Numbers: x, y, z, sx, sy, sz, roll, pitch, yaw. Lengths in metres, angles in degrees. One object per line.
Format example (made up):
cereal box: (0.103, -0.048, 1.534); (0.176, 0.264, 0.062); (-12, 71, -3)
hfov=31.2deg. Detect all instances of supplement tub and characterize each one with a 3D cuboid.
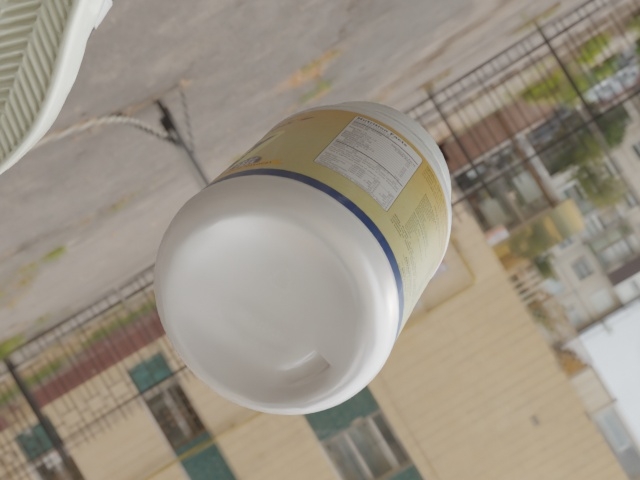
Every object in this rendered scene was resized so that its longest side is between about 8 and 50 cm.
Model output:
supplement tub: (0.000, 0.000, 1.117); (0.228, 0.228, 0.316); (-32, -171, 29)

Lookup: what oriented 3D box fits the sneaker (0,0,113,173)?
sneaker: (-0.158, -0.168, 0.662); (0.350, 0.131, 0.148); (-44, -168, 38)
